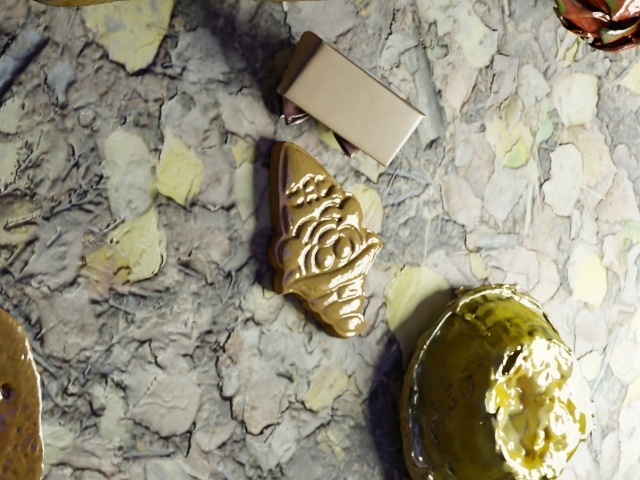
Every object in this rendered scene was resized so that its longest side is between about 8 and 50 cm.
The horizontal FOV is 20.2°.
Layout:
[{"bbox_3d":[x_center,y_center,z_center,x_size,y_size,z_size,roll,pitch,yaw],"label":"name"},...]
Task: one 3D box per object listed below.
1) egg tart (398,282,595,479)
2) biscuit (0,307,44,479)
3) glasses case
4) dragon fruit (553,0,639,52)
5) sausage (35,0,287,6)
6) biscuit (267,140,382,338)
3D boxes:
[{"bbox_3d":[0.231,0.208,2.183,0.315,0.120,0.314,-1,91,-40],"label":"egg tart"},{"bbox_3d":[-0.419,0.222,1.656,0.365,0.062,0.385,23,78,-41],"label":"biscuit"},{"bbox_3d":[0.018,-0.155,2.040,0.193,0.070,0.102,32,98,-39],"label":"glasses case"},{"bbox_3d":[0.365,-0.331,2.264,0.182,0.182,0.188,-44,131,-31],"label":"dragon fruit"},{"bbox_3d":[-0.122,-0.309,1.863,0.501,0.136,0.123,-7,122,-43],"label":"sausage"},{"bbox_3d":[0.000,0.000,2.042,0.162,0.035,0.250,-38,112,-39],"label":"biscuit"}]
